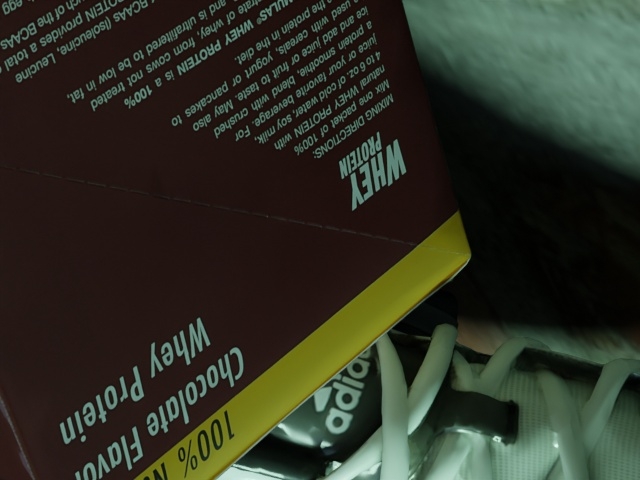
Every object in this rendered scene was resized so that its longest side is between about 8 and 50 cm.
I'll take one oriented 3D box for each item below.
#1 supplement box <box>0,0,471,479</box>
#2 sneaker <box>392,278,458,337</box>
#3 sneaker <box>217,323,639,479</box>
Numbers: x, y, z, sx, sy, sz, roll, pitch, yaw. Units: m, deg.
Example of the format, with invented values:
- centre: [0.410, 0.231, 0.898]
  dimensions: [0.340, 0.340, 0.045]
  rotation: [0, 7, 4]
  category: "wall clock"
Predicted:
- centre: [-0.079, -0.036, 0.615]
  dimensions: [0.129, 0.191, 0.194]
  rotation: [9, 127, 43]
  category: "supplement box"
- centre: [0.000, -0.001, 0.845]
  dimensions: [0.163, 0.086, 0.226]
  rotation: [24, 153, -10]
  category: "sneaker"
- centre: [0.085, 0.102, 0.718]
  dimensions: [0.257, 0.169, 0.447]
  rotation: [31, 150, -34]
  category: "sneaker"
